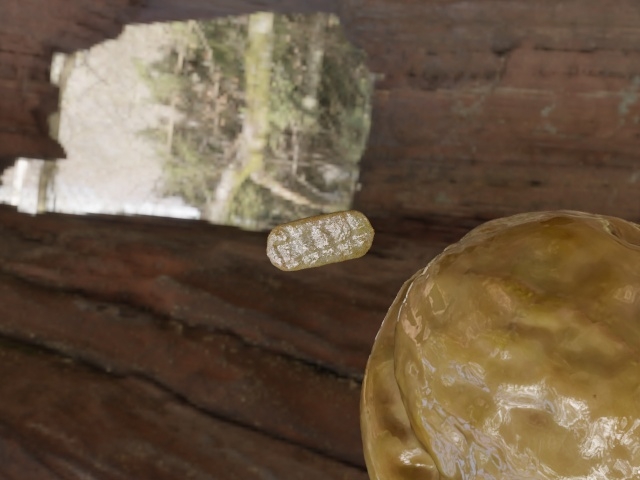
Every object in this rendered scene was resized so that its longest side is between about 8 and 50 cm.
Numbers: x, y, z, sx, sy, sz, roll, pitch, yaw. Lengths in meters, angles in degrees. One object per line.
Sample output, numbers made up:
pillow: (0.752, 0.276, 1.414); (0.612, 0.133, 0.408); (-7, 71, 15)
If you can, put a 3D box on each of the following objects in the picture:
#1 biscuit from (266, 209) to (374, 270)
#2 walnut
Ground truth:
biscuit: (0.000, 0.000, 1.360); (0.147, 0.071, 0.018); (-11, -159, -8)
walnut: (0.147, 0.094, 0.559); (0.257, 0.257, 0.224); (6, 151, 7)
